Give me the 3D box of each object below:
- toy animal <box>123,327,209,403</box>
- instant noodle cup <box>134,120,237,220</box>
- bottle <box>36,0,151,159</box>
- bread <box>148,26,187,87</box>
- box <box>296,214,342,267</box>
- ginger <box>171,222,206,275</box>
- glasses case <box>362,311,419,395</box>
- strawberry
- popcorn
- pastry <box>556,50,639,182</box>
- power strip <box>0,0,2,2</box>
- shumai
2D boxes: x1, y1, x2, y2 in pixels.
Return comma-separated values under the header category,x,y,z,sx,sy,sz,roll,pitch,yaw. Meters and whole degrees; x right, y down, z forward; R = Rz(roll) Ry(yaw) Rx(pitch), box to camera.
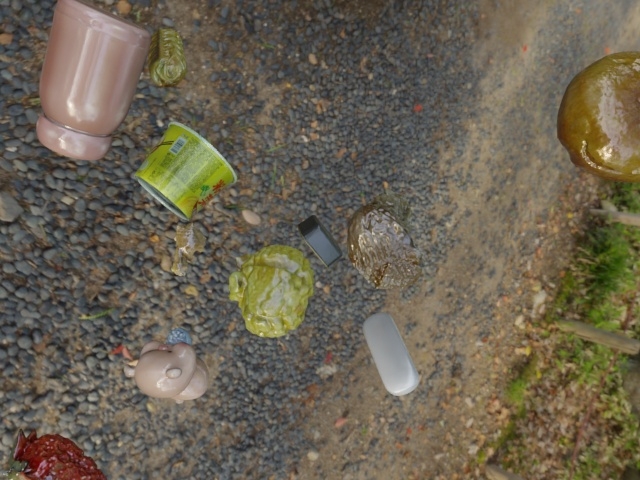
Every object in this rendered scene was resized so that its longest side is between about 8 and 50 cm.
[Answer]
category,x,y,z,sx,sy,sz,roll,pitch,yaw
toy animal,-0.484,0.431,1.509,0.229,0.210,0.221,-63,145,-62
instant noodle cup,-0.475,-0.225,1.600,0.221,0.311,0.311,-51,130,-15
bottle,-0.469,-0.317,0.955,0.173,0.206,0.296,20,108,-14
bread,-0.418,-0.497,1.261,0.098,0.269,0.087,-3,131,-18
box,0.000,0.000,1.911,0.090,0.144,0.201,-35,117,6
ginger,-0.407,0.029,1.435,0.096,0.067,0.165,9,83,-25
glasses case,0.147,0.237,0.988,0.074,0.193,0.049,-27,134,5
strawberry,-0.433,0.423,0.815,0.098,0.228,0.174,-63,178,-53
popcorn,-0.137,0.141,1.352,0.258,0.270,0.224,-26,164,-5
pastry,0.767,-0.303,1.148,0.356,0.164,0.355,0,89,-4
power strip,-0.424,-0.313,0.589,0.083,0.017,0.027,-30,115,5
shumai,0.207,-0.023,1.547,0.346,0.217,0.283,47,26,-34
